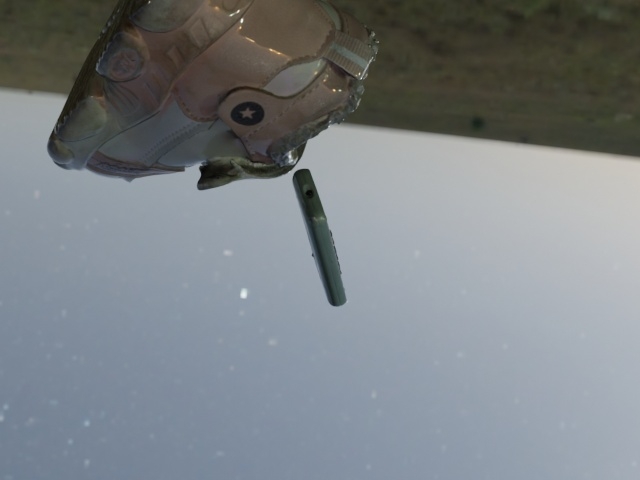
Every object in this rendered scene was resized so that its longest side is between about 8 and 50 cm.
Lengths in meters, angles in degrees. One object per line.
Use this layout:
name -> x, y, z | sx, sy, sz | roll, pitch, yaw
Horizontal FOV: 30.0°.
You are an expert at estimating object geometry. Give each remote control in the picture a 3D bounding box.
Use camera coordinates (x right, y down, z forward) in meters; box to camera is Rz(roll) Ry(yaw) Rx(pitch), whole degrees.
remote control -> 0.000, 0.000, 0.870 | 0.018, 0.053, 0.124 | -18, 145, -3

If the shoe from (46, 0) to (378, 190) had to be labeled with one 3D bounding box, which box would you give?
shoe -> -0.100, -0.118, 1.002 | 0.198, 0.172, 0.351 | 29, 159, -14
